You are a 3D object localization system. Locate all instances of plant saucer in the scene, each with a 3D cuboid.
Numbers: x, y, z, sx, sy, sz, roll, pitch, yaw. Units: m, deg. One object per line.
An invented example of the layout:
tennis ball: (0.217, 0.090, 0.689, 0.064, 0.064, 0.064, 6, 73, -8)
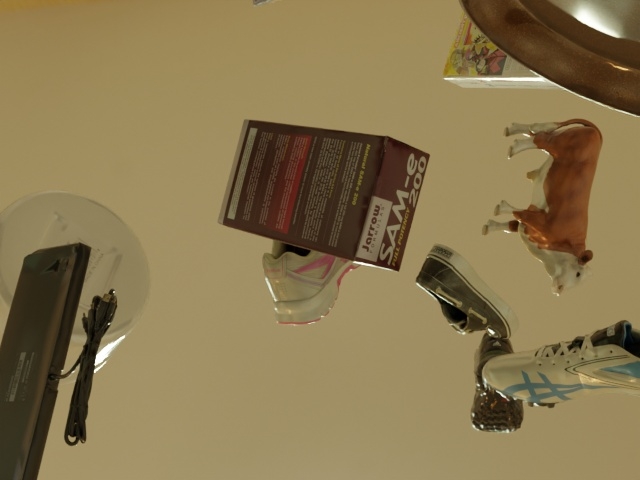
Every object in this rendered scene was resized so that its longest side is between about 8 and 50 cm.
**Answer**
plant saucer: (0.269, -0.188, 0.817, 0.310, 0.310, 0.050, 21, -96, 35)

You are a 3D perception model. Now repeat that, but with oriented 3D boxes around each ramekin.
ramekin: (-0.384, 0.060, 1.367, 0.135, 0.277, 0.277, -35, -138, 43)

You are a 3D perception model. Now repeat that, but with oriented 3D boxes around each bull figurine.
bull figurine: (0.391, -0.064, 1.601, 0.188, 0.101, 0.311, 13, -99, -4)

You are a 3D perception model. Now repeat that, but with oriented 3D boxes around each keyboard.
keyboard: (-0.300, 0.153, 1.025, 0.201, 0.033, 0.317, -8, -114, 40)

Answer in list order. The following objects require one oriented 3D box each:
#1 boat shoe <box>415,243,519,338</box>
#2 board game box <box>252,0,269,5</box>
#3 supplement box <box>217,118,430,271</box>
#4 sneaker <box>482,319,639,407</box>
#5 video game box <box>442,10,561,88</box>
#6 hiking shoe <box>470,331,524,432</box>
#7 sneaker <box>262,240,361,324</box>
boat shoe: (0.197, 0.088, 1.278, 0.077, 0.219, 0.070, 21, -107, 50)
board game box: (-0.026, -0.461, 1.618, 0.194, 0.060, 0.194, -23, -165, -41)
supplement box: (-0.004, -0.055, 1.013, 0.239, 0.073, 0.130, 16, -89, 48)
sneaker: (0.282, 0.123, 0.969, 0.237, 0.086, 0.085, -7, -164, 27)
video game box: (0.245, -0.278, 1.089, 0.187, 0.048, 0.205, 16, -93, 53)
hiking shoe: (0.285, 0.221, 1.484, 0.086, 0.227, 0.114, 5, -129, 9)
sneaker: (0.000, 0.000, 1.294, 0.102, 0.111, 0.252, -3, -145, 29)
